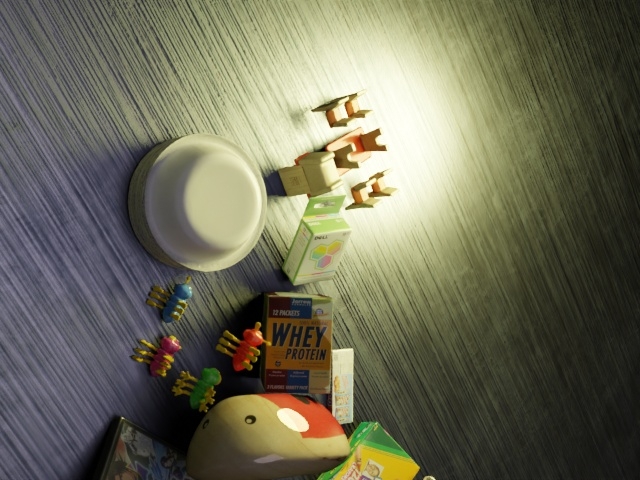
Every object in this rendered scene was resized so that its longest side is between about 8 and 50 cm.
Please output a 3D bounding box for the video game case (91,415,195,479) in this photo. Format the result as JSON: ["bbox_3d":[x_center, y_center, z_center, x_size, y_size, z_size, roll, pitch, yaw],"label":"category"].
[{"bbox_3d":[-0.341,0.521,1.576,0.248,0.035,0.274,39,42,-29],"label":"video game case"}]

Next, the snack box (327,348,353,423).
[{"bbox_3d":[0.048,0.351,1.941,0.064,0.022,0.178,1,89,-37],"label":"snack box"}]

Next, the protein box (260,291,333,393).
[{"bbox_3d":[-0.054,0.214,1.731,0.136,0.201,0.199,2,88,-6],"label":"protein box"}]

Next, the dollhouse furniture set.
[{"bbox_3d":[0.038,-0.191,1.894,0.259,0.135,0.261,-34,110,-44],"label":"dollhouse furniture set"}]

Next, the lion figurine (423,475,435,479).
[{"bbox_3d":[0.241,0.748,2.023,0.392,0.142,0.240,-31,139,-18],"label":"lion figurine"}]

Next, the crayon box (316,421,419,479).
[{"bbox_3d":[0.089,0.589,1.912,0.165,0.081,0.278,48,63,-10],"label":"crayon box"}]

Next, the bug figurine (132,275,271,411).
[{"bbox_3d":[-0.248,0.213,1.627,0.216,0.279,0.072,-58,157,-3],"label":"bug figurine"}]

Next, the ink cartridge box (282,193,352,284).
[{"bbox_3d":[0.000,0.000,1.810,0.109,0.062,0.209,-7,134,-36],"label":"ink cartridge box"}]

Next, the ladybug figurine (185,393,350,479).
[{"bbox_3d":[-0.102,0.403,1.649,0.449,0.305,0.161,36,46,-67],"label":"ladybug figurine"}]

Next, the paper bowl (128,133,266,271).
[{"bbox_3d":[-0.237,-0.078,1.655,0.284,0.148,0.284,-1,91,-35],"label":"paper bowl"}]
